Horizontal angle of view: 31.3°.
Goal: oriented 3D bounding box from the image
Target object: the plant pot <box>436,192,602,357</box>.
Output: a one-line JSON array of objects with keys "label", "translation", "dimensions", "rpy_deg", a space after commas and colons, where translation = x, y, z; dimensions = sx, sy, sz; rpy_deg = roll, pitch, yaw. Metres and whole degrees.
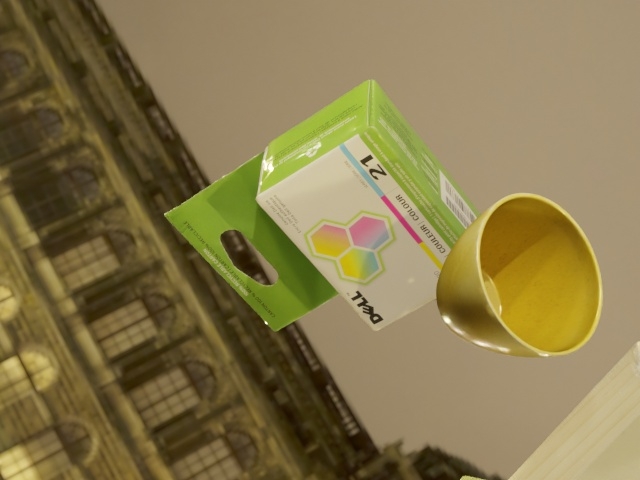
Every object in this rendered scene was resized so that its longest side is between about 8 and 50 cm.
[{"label": "plant pot", "translation": [0.150, 0.039, 0.944], "dimensions": [0.095, 0.134, 0.134], "rpy_deg": [-27, -90, 52]}]

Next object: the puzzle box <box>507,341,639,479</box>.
[{"label": "puzzle box", "translation": [0.335, 0.235, 0.928], "dimensions": [0.272, 0.408, 0.052], "rpy_deg": [-56, -151, 31]}]

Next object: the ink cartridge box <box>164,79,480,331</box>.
[{"label": "ink cartridge box", "translation": [0.000, 0.000, 1.078], "dimensions": [0.189, 0.255, 0.097], "rpy_deg": [48, 24, -26]}]

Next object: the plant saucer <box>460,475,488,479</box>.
[{"label": "plant saucer", "translation": [0.234, 0.377, 1.290], "dimensions": [0.045, 0.188, 0.188], "rpy_deg": [125, -25, -51]}]
